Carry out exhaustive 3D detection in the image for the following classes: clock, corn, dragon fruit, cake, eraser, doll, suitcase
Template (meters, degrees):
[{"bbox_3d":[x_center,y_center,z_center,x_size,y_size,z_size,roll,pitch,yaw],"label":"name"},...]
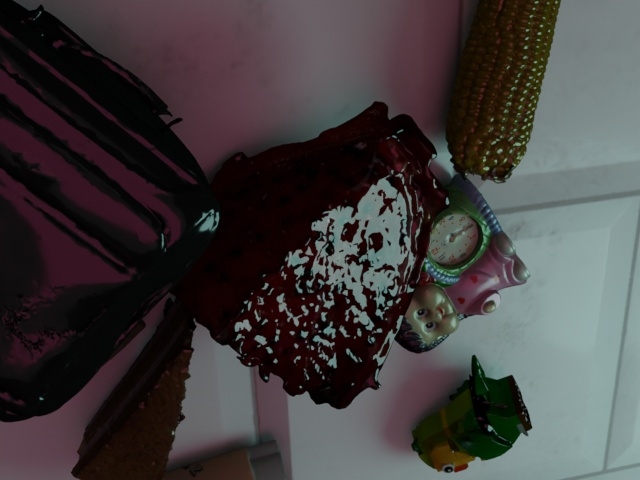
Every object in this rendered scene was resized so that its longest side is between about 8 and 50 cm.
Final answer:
[{"bbox_3d":[0.148,0.036,1.070,0.195,0.100,0.194,-37,114,0],"label":"clock"},{"bbox_3d":[0.216,-0.220,0.967,0.106,0.106,0.305,3,110,-17],"label":"corn"},{"bbox_3d":[-0.006,-0.004,0.992,0.329,0.228,0.286,-53,133,-3],"label":"dragon fruit"},{"bbox_3d":[-0.221,0.198,1.018,0.112,0.116,0.295,16,116,-22],"label":"cake"},{"bbox_3d":[-0.180,0.396,1.150,0.290,0.087,0.171,-16,120,-7],"label":"eraser"},{"bbox_3d":[0.213,0.262,1.183,0.134,0.106,0.186,29,120,-20],"label":"doll"},{"bbox_3d":[-0.299,-0.041,0.760,0.345,0.188,0.339,39,95,-25],"label":"suitcase"}]

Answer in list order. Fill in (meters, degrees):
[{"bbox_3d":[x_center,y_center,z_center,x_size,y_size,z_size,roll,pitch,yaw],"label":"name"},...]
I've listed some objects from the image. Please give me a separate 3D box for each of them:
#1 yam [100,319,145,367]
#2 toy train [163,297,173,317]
[{"bbox_3d":[-0.295,0.137,1.009,0.169,0.068,0.068,-38,118,5],"label":"yam"},{"bbox_3d":[-0.185,0.110,1.054,0.017,0.017,0.083,-16,117,0],"label":"toy train"}]
